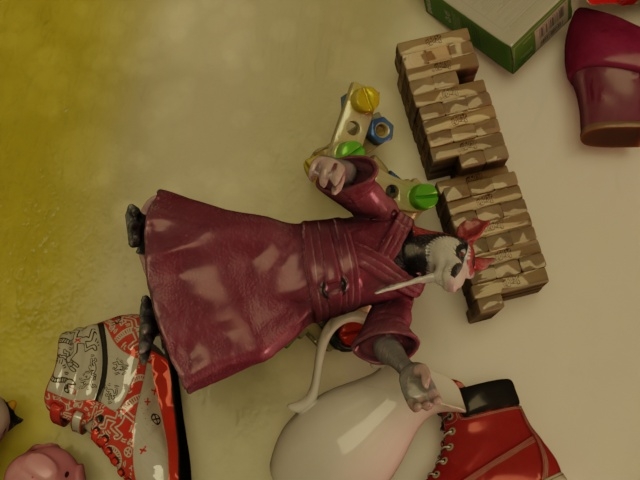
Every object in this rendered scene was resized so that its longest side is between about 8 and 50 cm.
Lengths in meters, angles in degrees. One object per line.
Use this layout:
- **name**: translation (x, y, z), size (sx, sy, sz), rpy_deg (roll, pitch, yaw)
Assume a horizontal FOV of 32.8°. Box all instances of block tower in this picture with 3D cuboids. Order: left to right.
- **block tower**: translation (0.178, -0.077, 1.295), size (0.097, 0.091, 0.335), rpy_deg (-14, 77, -2)

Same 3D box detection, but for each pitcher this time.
- **pitcher**: translation (0.027, 0.190, 1.189), size (0.178, 0.125, 0.207), rpy_deg (44, 102, -7)

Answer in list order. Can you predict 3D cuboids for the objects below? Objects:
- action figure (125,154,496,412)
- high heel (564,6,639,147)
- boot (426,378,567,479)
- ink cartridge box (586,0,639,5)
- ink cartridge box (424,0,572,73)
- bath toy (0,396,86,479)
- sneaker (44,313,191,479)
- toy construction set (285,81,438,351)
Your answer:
- **action figure**: translation (-0.003, 0.043, 1.110), size (0.370, 0.276, 0.248), rpy_deg (-7, 91, -8)
- **high heel**: translation (0.488, -0.207, 1.312), size (0.377, 0.127, 0.181), rpy_deg (2, 70, -4)
- **boot**: translation (0.133, 0.258, 1.224), size (0.244, 0.088, 0.176), rpy_deg (-25, 71, -6)
- **ink cartridge box**: translation (0.415, -0.367, 1.329), size (0.231, 0.078, 0.134), rpy_deg (-11, 76, -26)
- **ink cartridge box**: translation (0.198, -0.312, 1.355), size (0.109, 0.062, 0.209), rpy_deg (-44, 64, -9)
- **bath toy**: translation (-0.329, 0.268, 1.203), size (0.348, 0.151, 0.129), rpy_deg (37, 44, 8)
- **sneaker**: translation (-0.229, 0.219, 1.229), size (0.145, 0.090, 0.270), rpy_deg (-9, 73, -1)
- **toy construction set**: translation (0.000, 0.000, 1.247), size (0.327, 0.151, 0.215), rpy_deg (-43, 104, -1)
